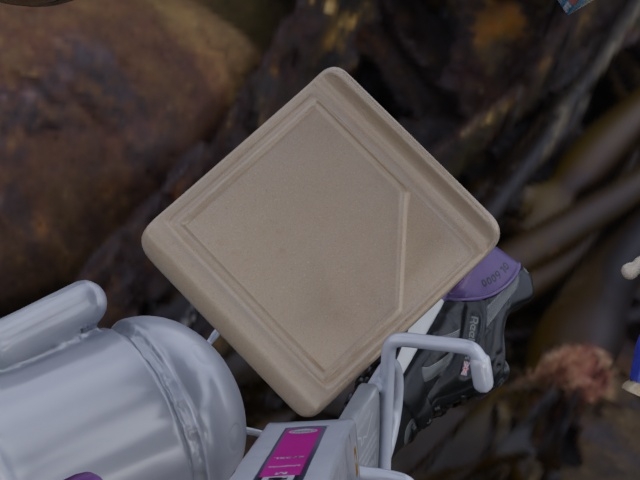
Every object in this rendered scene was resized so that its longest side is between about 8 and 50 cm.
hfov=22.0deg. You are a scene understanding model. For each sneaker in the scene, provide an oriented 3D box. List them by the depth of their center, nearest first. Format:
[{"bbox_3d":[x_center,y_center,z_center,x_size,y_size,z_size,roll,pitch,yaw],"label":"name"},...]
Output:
[{"bbox_3d":[0.111,0.127,1.529,0.124,0.107,0.283,30,76,-8],"label":"sneaker"}]

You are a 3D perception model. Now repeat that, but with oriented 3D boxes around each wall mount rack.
[{"bbox_3d":[0.064,0.255,1.311,0.130,0.304,0.350,8,28,17],"label":"wall mount rack"}]

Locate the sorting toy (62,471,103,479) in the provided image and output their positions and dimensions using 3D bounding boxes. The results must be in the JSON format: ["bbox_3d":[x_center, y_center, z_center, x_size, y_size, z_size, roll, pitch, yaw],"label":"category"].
[{"bbox_3d":[-0.085,0.301,0.896,0.126,0.365,0.127,-6,5,-34],"label":"sorting toy"}]

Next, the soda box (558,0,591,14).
[{"bbox_3d":[0.246,-0.261,1.430,0.063,0.183,0.058,-31,83,-12],"label":"soda box"}]

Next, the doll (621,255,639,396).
[{"bbox_3d":[0.319,0.050,1.417,0.129,0.189,0.046,22,1,14],"label":"doll"}]

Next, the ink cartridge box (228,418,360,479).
[{"bbox_3d":[-0.012,0.206,0.866,0.069,0.176,0.371,-3,2,2],"label":"ink cartridge box"}]

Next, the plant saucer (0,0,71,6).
[{"bbox_3d":[-0.368,-0.370,1.868,0.278,0.278,0.041,20,51,5],"label":"plant saucer"}]

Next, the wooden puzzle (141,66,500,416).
[{"bbox_3d":[0.000,0.000,1.429,0.238,0.044,0.221,-43,79,-8],"label":"wooden puzzle"}]

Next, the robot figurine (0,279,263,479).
[{"bbox_3d":[-0.218,0.193,1.543,0.353,0.300,0.200,-21,15,-26],"label":"robot figurine"}]
